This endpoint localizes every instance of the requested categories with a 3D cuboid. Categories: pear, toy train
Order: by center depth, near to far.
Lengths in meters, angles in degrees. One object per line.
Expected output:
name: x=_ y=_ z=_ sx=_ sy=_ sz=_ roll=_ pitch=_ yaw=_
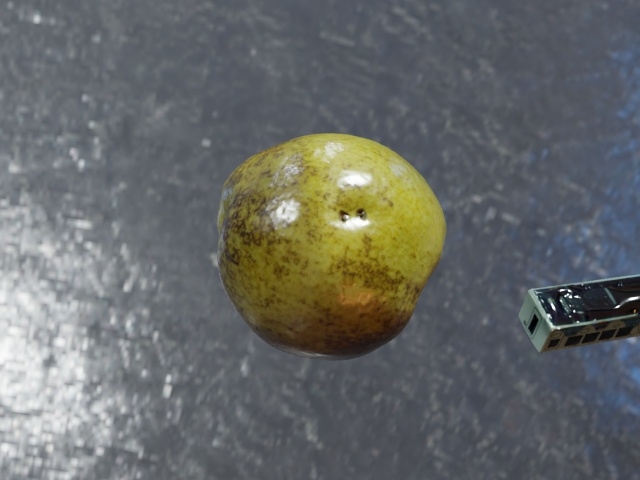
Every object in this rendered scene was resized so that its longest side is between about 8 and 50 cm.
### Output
toy train: x=0.259 y=0.049 z=1.273 sx=0.207 sy=0.047 sz=0.043 roll=-8 pitch=50 yaw=-21
pear: x=0.000 y=0.000 z=1.343 sx=0.197 sy=0.197 sz=0.197 roll=9 pitch=46 yaw=-9
